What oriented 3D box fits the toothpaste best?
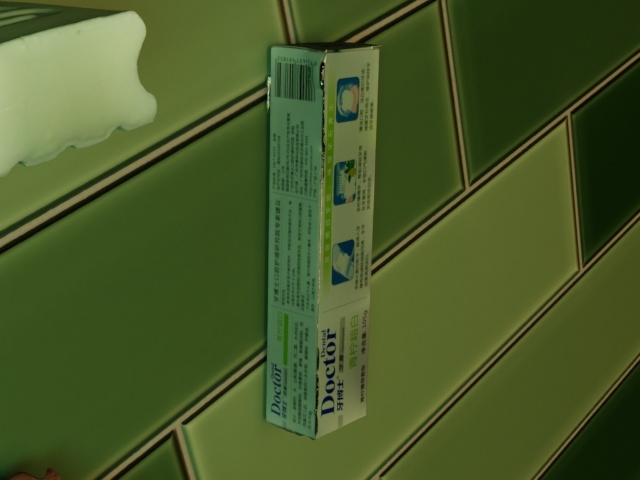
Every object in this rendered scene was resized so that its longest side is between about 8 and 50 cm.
[{"bbox_3d":[0.000,0.000,1.006,0.081,0.067,0.337,-15,112,-49],"label":"toothpaste"}]

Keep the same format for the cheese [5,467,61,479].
[{"bbox_3d":[-0.172,0.289,0.813,0.128,0.203,0.177,-46,161,-36],"label":"cheese"}]

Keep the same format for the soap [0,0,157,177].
[{"bbox_3d":[-0.199,-0.088,0.629,0.119,0.198,0.067,-26,119,-44],"label":"soap"}]
